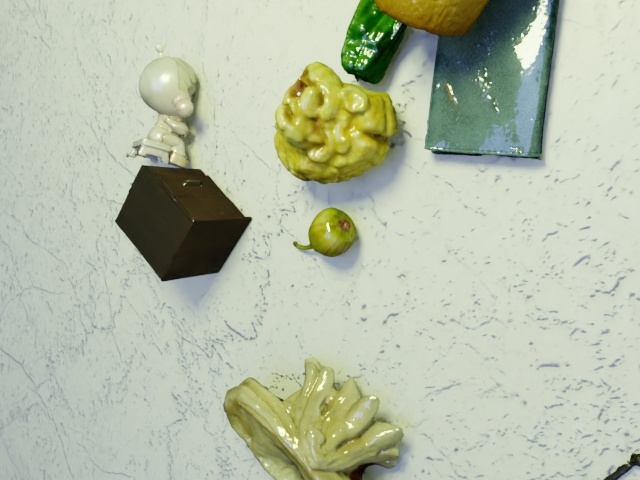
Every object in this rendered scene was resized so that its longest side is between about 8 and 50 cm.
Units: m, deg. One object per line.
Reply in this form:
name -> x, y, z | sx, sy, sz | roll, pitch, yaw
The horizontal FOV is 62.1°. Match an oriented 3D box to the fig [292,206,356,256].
fig -> 0.012, -0.008, 1.021 | 0.166, 0.093, 0.093 | 145, 109, -71

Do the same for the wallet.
wallet -> 0.270, -0.321, 0.823 | 0.190, 0.046, 0.379 | 10, 101, 33

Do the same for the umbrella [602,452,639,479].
umbrella -> 0.447, 0.339, 0.782 | 0.149, 0.022, 0.022 | -59, 23, 23

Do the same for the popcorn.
popcorn -> 0.010, -0.191, 0.912 | 0.226, 0.203, 0.200 | 27, 105, 34

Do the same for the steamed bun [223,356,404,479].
steamed bun -> 0.006, 0.376, 1.002 | 0.428, 0.189, 0.247 | 40, 143, 25

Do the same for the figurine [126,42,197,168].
figurine -> -0.351, -0.298, 1.187 | 0.144, 0.182, 0.257 | 9, 94, -10

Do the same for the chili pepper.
chili pepper -> 0.114, -0.391, 0.900 | 0.099, 0.083, 0.253 | 37, 108, 24

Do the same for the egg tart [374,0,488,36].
egg tart -> 0.170, -0.399, 0.749 | 0.215, 0.215, 0.171 | 39, 132, 24

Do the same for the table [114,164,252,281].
table -> -0.296, -0.047, 1.145 | 0.193, 0.169, 0.172 | 46, 116, 23
